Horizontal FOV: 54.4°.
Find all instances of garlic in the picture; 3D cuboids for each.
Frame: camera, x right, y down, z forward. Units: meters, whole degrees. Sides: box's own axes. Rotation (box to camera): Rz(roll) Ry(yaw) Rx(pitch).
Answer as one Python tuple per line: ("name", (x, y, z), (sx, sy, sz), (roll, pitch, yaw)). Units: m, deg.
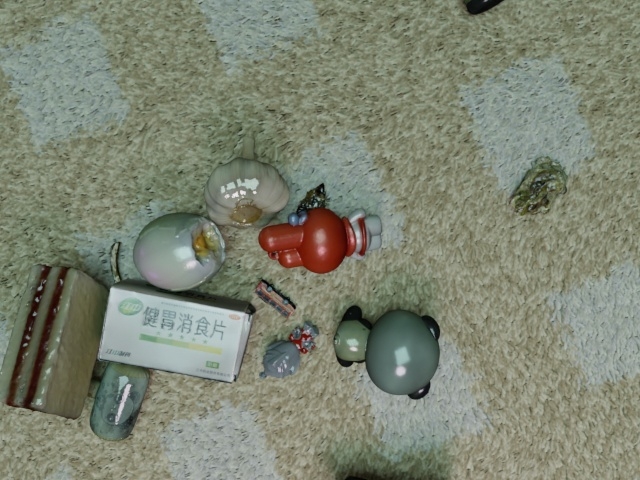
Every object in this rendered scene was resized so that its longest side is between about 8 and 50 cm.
("garlic", (-0.181, -0.151, 1.446), (0.199, 0.199, 0.226), (-8, 63, 3))

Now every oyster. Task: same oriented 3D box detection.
("oyster", (-0.027, -0.073, 1.493), (0.086, 0.029, 0.132), (0, 100, 0))
("oyster", (0.517, -0.114, 1.463), (0.108, 0.053, 0.166), (39, 88, -11))

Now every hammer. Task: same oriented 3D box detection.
("hammer", (-0.577, 0.350, 1.520), (0.305, 0.113, 0.202), (20, 92, 9))

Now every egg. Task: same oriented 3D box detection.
("egg", (-0.336, 0.030, 1.438), (0.217, 0.183, 0.183), (-20, 94, 29))

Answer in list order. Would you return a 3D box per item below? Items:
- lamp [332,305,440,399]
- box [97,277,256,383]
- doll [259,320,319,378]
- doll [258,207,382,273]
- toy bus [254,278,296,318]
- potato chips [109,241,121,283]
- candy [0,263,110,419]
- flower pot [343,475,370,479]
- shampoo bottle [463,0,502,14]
("lamp", (0.156, 0.253, 1.449), (0.243, 0.197, 0.198), (11, 95, 24))
("box", (-0.329, 0.209, 1.459), (0.332, 0.145, 0.173), (11, 96, -3))
("doll", (-0.076, 0.270, 1.504), (0.180, 0.079, 0.094), (-43, 77, -8))
("doll", (0.000, 0.000, 1.440), (0.290, 0.130, 0.161), (-9, 124, -13))
("toy bus", (-0.110, 0.142, 1.514), (0.110, 0.031, 0.043), (39, 101, -2))
("potato chips", (-0.489, 0.105, 1.527), (0.037, 0.026, 0.204), (-11, 94, -4))
("candy", (-0.599, 0.230, 1.413), (0.135, 0.179, 0.321), (5, 72, 14))
("flower pot", (0.124, 0.703, 1.431), (0.251, 0.379, 0.380), (23, 95, 21))
("shampoo bottle", (0.327, -0.660, 1.402), (0.101, 0.101, 0.284), (-25, 93, 4))
